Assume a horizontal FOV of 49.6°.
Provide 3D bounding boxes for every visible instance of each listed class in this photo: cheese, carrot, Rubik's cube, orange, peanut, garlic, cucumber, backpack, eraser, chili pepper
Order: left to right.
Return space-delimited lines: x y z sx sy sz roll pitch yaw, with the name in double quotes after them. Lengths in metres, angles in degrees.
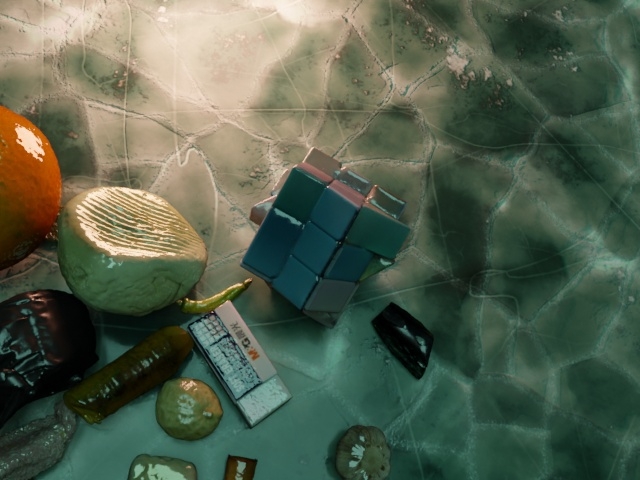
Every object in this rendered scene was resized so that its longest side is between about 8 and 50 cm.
-0.802 -0.108 1.579 0.424 0.326 0.424 0 59 0 "orange"
-0.704 0.284 1.463 0.445 0.363 0.255 -24 85 -1 "backpack"
-0.429 0.306 1.587 0.302 0.114 0.114 -34 80 -35 "carrot"
-0.364 0.616 1.536 0.159 0.093 0.263 10 71 -4 "cheese"
-0.306 0.393 1.613 0.159 0.109 0.141 10 83 -3 "peanut"
-0.263 0.149 1.748 0.208 0.043 0.049 -14 49 -20 "chili pepper"
-0.199 0.599 1.586 0.072 0.072 0.205 13 71 -6 "carrot"
-0.197 0.301 1.679 0.130 0.086 0.287 -33 80 -20 "eraser"
0.000 0.000 1.685 0.358 0.368 0.387 32 102 1 "Rubik's cube"
0.100 0.519 1.653 0.147 0.102 0.159 -6 83 -27 "garlic"
0.228 0.247 1.787 0.115 0.086 0.193 -41 76 -18 "cucumber"

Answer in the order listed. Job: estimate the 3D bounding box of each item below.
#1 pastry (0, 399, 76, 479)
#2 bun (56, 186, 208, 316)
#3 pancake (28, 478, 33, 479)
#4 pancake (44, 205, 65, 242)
-0.653 0.465 1.511 0.265 0.112 0.103 -29 47 -28 "pastry"
-0.452 0.041 1.618 0.349 0.227 0.352 23 29 -15 "bun"
-0.735 0.606 1.500 0.250 0.031 0.250 4 71 -11 "pancake"
-0.672 -0.043 1.746 0.108 0.017 0.108 3 68 -7 "pancake"
